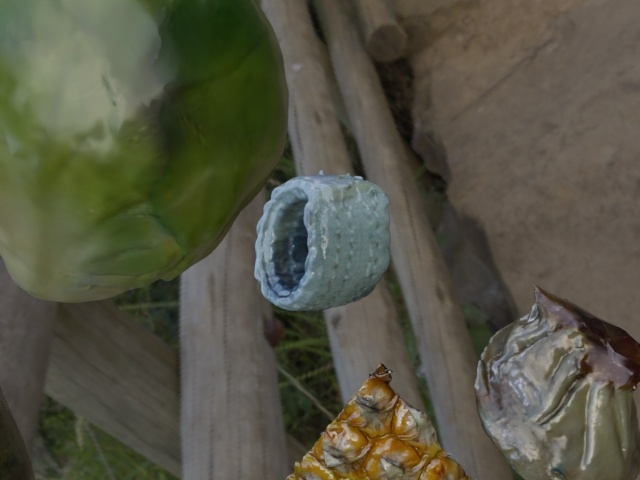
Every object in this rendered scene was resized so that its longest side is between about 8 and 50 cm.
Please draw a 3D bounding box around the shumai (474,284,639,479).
[{"bbox_3d":[0.243,0.131,0.945,0.120,0.201,0.201,-45,28,44],"label":"shumai"}]

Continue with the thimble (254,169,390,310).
[{"bbox_3d":[0.000,0.000,1.694,0.205,0.172,0.250,58,135,35],"label":"thimble"}]

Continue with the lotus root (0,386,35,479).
[{"bbox_3d":[-0.414,0.237,1.042,0.250,0.346,0.250,-7,26,3],"label":"lotus root"}]

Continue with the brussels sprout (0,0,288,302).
[{"bbox_3d":[-0.184,-0.117,0.930,0.344,0.344,0.268,-34,19,17],"label":"brussels sprout"}]

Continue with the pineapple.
[{"bbox_3d":[0.058,0.246,1.039,0.161,0.158,0.334,-48,-7,-14],"label":"pineapple"}]
